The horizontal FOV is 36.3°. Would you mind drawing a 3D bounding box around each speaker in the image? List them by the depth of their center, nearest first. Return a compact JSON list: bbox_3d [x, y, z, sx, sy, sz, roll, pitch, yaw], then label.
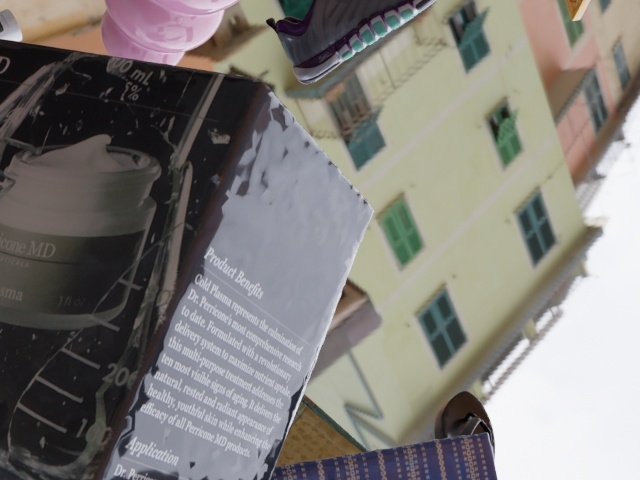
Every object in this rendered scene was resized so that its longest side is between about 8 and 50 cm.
[{"bbox_3d":[-0.540,-0.315,1.530,0.136,0.055,0.055,-29,-151,-24],"label":"speaker"}]

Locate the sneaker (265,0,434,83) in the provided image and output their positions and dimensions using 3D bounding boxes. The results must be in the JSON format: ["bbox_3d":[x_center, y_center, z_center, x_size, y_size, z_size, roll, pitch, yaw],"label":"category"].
[{"bbox_3d":[0.044,-0.276,1.131,0.223,0.098,0.083,-31,-170,17],"label":"sneaker"}]

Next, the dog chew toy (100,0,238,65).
[{"bbox_3d":[-0.213,-0.364,1.380,0.332,0.206,0.207,-48,-170,43],"label":"dog chew toy"}]

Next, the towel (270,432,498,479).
[{"bbox_3d":[0.056,0.363,1.103,0.335,0.243,0.040,-6,170,-16],"label":"towel"}]

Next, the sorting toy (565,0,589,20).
[{"bbox_3d":[0.304,-0.444,1.222,0.047,0.348,0.196,-8,174,-5],"label":"sorting toy"}]

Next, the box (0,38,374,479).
[{"bbox_3d":[-0.272,0.079,0.983,0.479,0.297,0.472,13,-108,29],"label":"box"}]

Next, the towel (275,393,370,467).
[{"bbox_3d":[-0.080,0.367,1.540,0.271,0.370,0.040,-50,-179,8],"label":"towel"}]

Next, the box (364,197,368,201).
[{"bbox_3d":[0.000,0.000,1.492,0.063,0.067,0.324,-54,178,-20],"label":"box"}]

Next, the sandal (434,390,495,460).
[{"bbox_3d":[0.188,0.287,1.234,0.054,0.097,0.254,-41,-166,33],"label":"sandal"}]
